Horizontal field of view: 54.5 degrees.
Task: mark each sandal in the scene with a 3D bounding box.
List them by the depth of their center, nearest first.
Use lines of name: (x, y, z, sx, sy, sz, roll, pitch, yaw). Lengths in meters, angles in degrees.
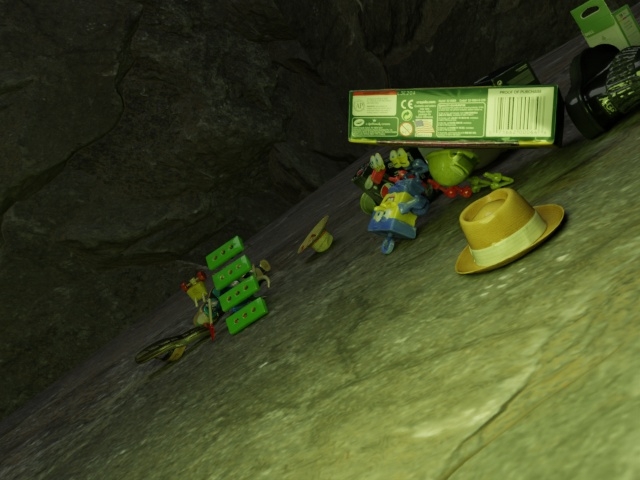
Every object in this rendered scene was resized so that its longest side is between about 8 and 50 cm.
sandal: (-0.387, 0.289, 1.670, 0.219, 0.060, 0.090, -21, 10, -20)

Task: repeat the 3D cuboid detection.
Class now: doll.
doll: (-0.223, 0.115, 2.070, 0.129, 0.046, 0.189, -49, 9, -30)

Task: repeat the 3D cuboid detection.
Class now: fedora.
fedora: (0.266, -0.026, 0.930, 0.194, 0.079, 0.194, -32, 8, 5)

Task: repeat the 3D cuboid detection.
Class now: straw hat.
straw hat: (0.000, 0.000, 1.845, 0.144, 0.061, 0.144, -49, 9, 10)

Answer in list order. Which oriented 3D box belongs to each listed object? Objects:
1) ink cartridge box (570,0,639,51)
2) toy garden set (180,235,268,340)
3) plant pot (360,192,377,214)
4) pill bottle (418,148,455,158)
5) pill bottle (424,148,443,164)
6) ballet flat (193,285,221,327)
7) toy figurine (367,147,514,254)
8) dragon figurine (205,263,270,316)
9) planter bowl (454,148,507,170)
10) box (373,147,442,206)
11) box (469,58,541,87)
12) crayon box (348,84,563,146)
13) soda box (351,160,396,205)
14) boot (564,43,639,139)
ink cartridge box: (0.730, -0.515, 1.555, 0.062, 0.209, 0.109, -36, 9, -15)
toy garden set: (-0.245, 0.140, 1.588, 0.204, 0.244, 0.049, -34, -36, 13)
plant pot: (0.167, -0.105, 1.809, 0.083, 0.083, 0.079, -34, 21, -4)
pill bottle: (0.379, -0.302, 2.016, 0.103, 0.103, 0.184, -27, 10, 37)
pill bottle: (0.306, -0.195, 1.762, 0.137, 0.078, 0.078, -32, 8, 6)
ballet flat: (-0.327, 0.197, 1.901, 0.073, 0.080, 0.232, -46, 1, 23)
toy figurine: (0.209, -0.060, 1.334, 0.362, 0.191, 0.217, 3, 67, 65)
dragon figurine: (-0.208, 0.146, 1.698, 0.289, 0.144, 0.085, -1, 26, 37)
planter bowl: (0.404, -0.258, 1.556, 0.109, 0.162, 0.162, -12, 8, -1)
box: (0.208, -0.151, 1.633, 0.077, 0.147, 0.180, -38, 10, -31)
box: (0.489, -0.346, 1.580, 0.103, 0.184, 0.261, -29, 9, 7)
crayon box: (0.277, -0.234, 1.216, 0.363, 0.106, 0.313, 4, 9, 22)
soda box: (0.162, -0.121, 1.541, 0.053, 0.169, 0.060, -57, 16, -20)
boot: (0.629, -0.344, 1.199, 0.260, 0.131, 0.348, -35, 16, 41)
